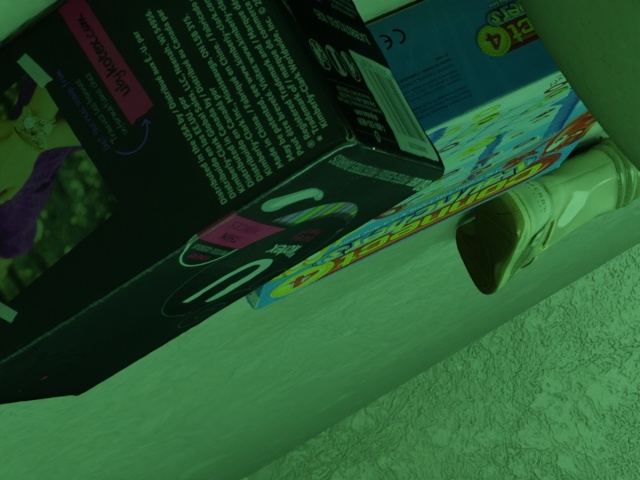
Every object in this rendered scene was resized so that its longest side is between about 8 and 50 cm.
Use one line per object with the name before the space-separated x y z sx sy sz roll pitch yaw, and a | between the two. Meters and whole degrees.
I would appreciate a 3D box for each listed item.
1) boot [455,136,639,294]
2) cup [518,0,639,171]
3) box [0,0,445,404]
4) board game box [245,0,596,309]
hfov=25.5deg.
boot | 0.278 -0.032 1.718 0.203 0.095 0.262 -26 164 -14
cup | 0.272 -0.114 0.732 0.331 0.237 0.331 -17 -169 3
box | -0.097 -0.033 0.750 0.270 0.143 0.165 -31 167 17
board game box | 0.077 -0.083 1.063 0.308 0.086 0.302 -25 167 -14
